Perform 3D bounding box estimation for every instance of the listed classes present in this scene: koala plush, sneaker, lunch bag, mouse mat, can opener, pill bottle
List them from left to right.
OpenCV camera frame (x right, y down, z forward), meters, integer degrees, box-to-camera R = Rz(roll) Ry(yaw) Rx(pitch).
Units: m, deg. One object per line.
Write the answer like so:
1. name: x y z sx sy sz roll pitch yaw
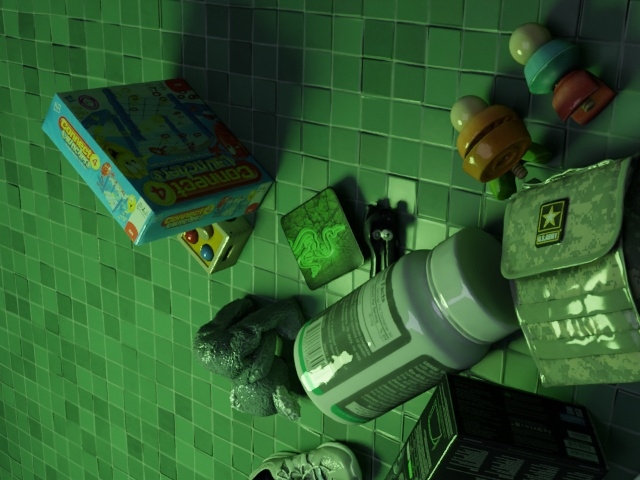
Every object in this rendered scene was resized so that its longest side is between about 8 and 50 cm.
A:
1. koala plush: -0.130 0.251 1.731 0.196 0.203 0.221 -2 115 41
2. sneaker: -0.035 0.473 1.755 0.281 0.115 0.105 -23 89 43
3. mouse mat: 0.000 0.000 1.619 0.189 0.007 0.153 -31 81 53
4. can opener: 0.107 0.030 1.538 0.059 0.073 0.186 -5 107 2
5. pill bottle: 0.142 0.140 1.425 0.361 0.204 0.204 -36 80 36
6. lunch bag: 0.371 0.038 1.193 0.235 0.168 0.287 -20 88 61

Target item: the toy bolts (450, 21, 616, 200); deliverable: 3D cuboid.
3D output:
1. toy bolts: 0.263 -0.194 1.239 0.228 0.218 0.158 -45 67 21

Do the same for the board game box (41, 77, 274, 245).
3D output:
1. board game box: -0.293 -0.157 1.639 0.302 0.308 0.086 48 128 18

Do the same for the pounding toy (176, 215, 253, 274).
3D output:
1. pounding toy: -0.220 -0.028 1.758 0.130 0.100 0.141 46 129 19

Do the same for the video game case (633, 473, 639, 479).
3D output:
1. video game case: 0.487 0.463 1.276 0.227 0.026 0.206 -47 65 2

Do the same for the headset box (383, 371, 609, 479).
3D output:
1. headset box: 0.256 0.371 1.381 0.246 0.131 0.283 15 123 -11
